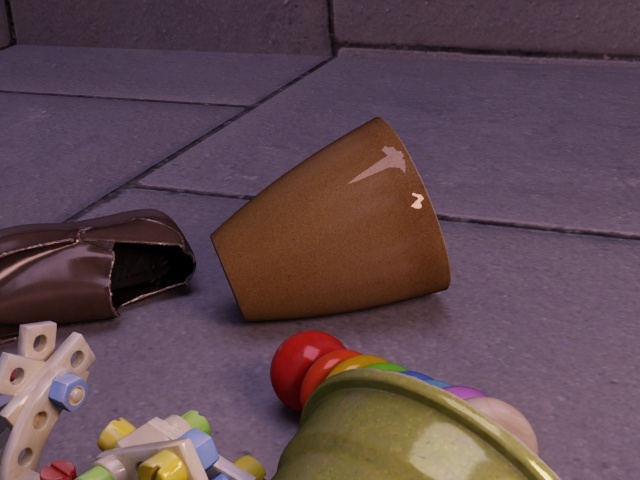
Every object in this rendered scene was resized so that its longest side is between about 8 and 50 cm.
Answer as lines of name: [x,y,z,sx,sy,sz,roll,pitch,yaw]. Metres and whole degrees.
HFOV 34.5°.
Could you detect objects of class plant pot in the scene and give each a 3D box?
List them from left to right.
plant pot: [0.000,0.000,1.300,0.254,0.237,0.237,-22,26,-7]
plant pot: [0.011,0.264,0.642,0.276,0.276,0.254,17,42,40]

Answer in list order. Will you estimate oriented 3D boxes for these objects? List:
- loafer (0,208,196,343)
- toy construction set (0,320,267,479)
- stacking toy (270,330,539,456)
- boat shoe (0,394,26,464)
loafer: [-0.314,0.043,1.323,0.366,0.133,0.130,-22,29,-36]
toy construction set: [-0.186,0.197,0.841,0.151,0.215,0.328,-21,28,-35]
stacking toy: [0.056,0.169,1.003,0.141,0.141,0.330,-16,20,-26]
boat shoe: [-0.369,0.213,0.999,0.076,0.083,0.226,9,27,25]
